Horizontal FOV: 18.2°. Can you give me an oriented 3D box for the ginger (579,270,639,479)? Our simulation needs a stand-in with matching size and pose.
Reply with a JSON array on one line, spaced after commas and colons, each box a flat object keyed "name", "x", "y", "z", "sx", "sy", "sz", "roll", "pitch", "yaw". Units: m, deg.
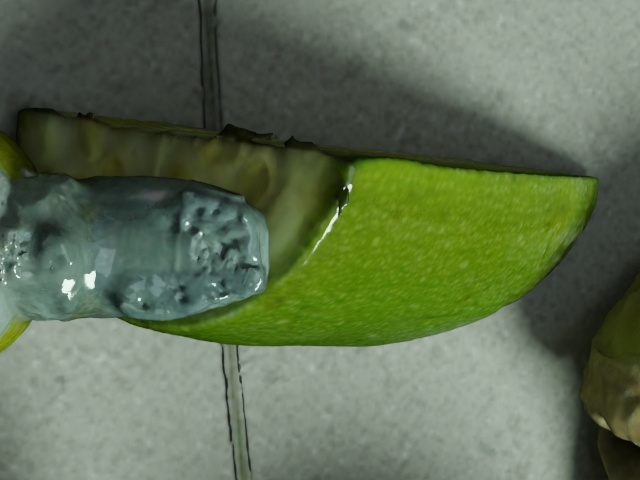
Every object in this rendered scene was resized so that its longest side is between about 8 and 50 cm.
[{"name": "ginger", "x": 0.268, "y": 0.079, "z": 1.132, "sx": 0.275, "sy": 0.130, "sz": 0.221, "roll": -43, "pitch": 122, "yaw": -10}]

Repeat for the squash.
[{"name": "squash", "x": 0.000, "y": 0.000, "z": 1.036, "sx": 0.288, "sy": 0.203, "sz": 0.111, "roll": 0, "pitch": 98, "yaw": -63}]

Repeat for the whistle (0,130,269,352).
[{"name": "whistle", "x": -0.135, "y": 0.003, "z": 0.885, "sx": 0.223, "sy": 0.123, "sz": 0.123, "roll": 2, "pitch": 98, "yaw": 11}]
